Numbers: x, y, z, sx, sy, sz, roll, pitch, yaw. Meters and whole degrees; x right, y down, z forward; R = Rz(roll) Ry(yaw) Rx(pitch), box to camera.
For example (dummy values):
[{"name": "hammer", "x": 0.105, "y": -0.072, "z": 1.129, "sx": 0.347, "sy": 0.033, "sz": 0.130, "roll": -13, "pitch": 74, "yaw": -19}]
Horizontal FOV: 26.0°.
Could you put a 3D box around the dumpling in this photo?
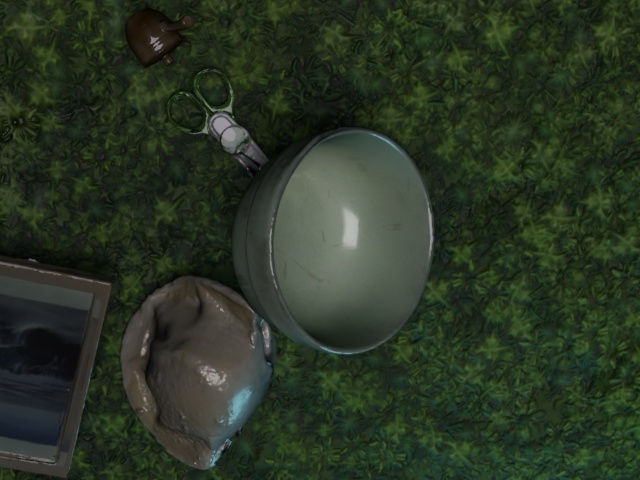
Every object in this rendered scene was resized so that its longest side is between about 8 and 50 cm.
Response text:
[{"name": "dumpling", "x": -0.185, "y": 0.179, "z": 1.944, "sx": 0.227, "sy": 0.175, "sz": 0.243, "roll": 26, "pitch": 81, "yaw": 15}]

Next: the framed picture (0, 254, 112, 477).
[{"name": "framed picture", "x": -0.535, "y": 0.151, "z": 1.900, "sx": 0.446, "sy": 0.028, "sz": 0.326, "roll": 11, "pitch": 112, "yaw": -11}]

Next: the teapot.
[{"name": "teapot", "x": -0.207, "y": -0.283, "z": 1.863, "sx": 0.080, "sy": 0.110, "sz": 0.085, "roll": 54, "pitch": 46, "yaw": -2}]

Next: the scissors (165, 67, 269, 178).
[{"name": "scissors", "x": -0.121, "y": -0.145, "z": 1.939, "sx": 0.101, "sy": 0.027, "sz": 0.204, "roll": -42, "pitch": 104, "yaw": 4}]

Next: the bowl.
[{"name": "bowl", "x": 0.000, "y": 0.000, "z": 1.888, "sx": 0.307, "sy": 0.163, "sz": 0.307, "roll": 0, "pitch": 90, "yaw": -42}]
